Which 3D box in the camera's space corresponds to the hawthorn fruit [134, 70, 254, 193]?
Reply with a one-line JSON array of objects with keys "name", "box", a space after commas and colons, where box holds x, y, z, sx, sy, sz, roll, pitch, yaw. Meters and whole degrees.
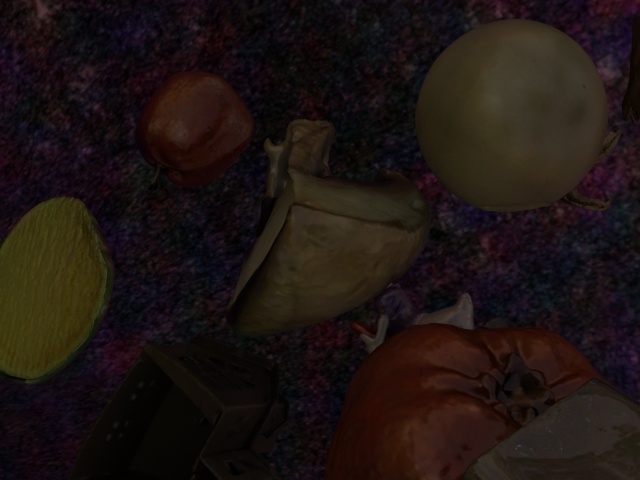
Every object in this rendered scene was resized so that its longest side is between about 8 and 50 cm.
[{"name": "hawthorn fruit", "box": [-0.193, -0.145, 1.231, 0.157, 0.157, 0.194, 42, 75, -17]}]

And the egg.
[{"name": "egg", "box": [0.219, -0.141, 0.993, 0.269, 0.219, 0.219, 23, 57, -65]}]

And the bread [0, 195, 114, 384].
[{"name": "bread", "box": [-0.324, 0.060, 1.012, 0.033, 0.228, 0.229, 31, 56, -52]}]

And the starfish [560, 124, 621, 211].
[{"name": "starfish", "box": [0.375, -0.134, 1.294, 0.074, 0.146, 0.190, -28, 114, -48]}]

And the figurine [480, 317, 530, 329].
[{"name": "figurine", "box": [0.354, 0.265, 1.610, 0.204, 0.185, 0.333, -49, 148, -45]}]

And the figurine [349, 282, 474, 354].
[{"name": "figurine", "box": [0.146, 0.119, 1.449, 0.421, 0.193, 0.154, 51, 4, 34]}]

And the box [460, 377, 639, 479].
[{"name": "box", "box": [0.109, 0.116, 0.358, 0.122, 0.084, 0.069, -20, 42, -37]}]

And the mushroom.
[{"name": "mushroom", "box": [-0.002, 0.010, 1.003, 0.211, 0.218, 0.292, 12, 27, -19]}]

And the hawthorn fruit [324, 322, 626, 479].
[{"name": "hawthorn fruit", "box": [0.094, 0.182, 0.554, 0.207, 0.243, 0.207, 13, 32, -9]}]

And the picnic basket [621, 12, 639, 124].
[{"name": "picnic basket", "box": [0.325, -0.106, 0.716, 0.137, 0.128, 0.179, 2, 93, -11]}]

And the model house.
[{"name": "model house", "box": [-0.106, 0.242, 0.981, 0.204, 0.211, 0.243, 36, 12, 27]}]
